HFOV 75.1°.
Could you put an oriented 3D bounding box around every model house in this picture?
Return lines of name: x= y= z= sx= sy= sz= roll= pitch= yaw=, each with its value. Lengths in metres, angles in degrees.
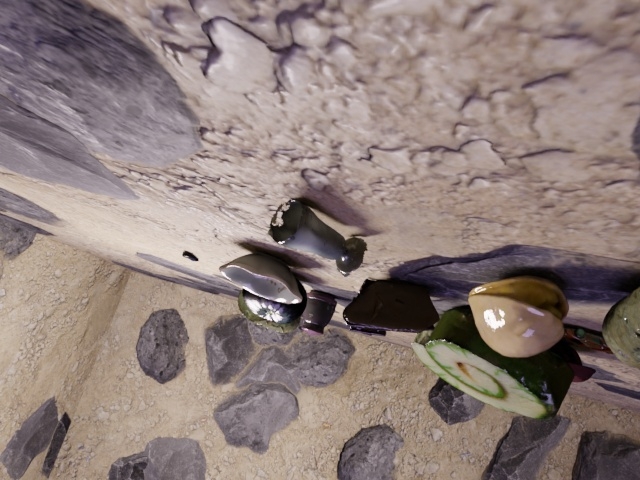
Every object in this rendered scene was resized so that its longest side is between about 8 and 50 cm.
model house: x=0.159 y=0.165 z=0.945 sx=0.203 sy=0.141 sz=0.164 roll=11 pitch=154 yaw=9

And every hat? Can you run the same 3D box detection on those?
hat: x=0.613 y=0.313 z=1.102 sx=0.205 sy=0.089 sz=0.205 roll=13 pitch=161 yaw=5

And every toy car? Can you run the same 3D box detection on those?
toy car: x=0.561 y=0.207 z=0.870 sx=0.121 sy=0.035 sz=0.059 roll=13 pitch=169 yaw=6

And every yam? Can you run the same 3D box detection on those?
yam: x=-0.186 y=0.261 z=1.612 sx=0.167 sy=0.168 sz=0.304 roll=10 pitch=165 yaw=21
yam: x=0.413 y=0.095 z=0.484 sx=0.107 sy=0.107 sz=0.194 roll=10 pitch=163 yaw=24

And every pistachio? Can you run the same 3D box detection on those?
pistachio: x=0.308 y=0.122 z=0.665 sx=0.145 sy=0.117 sz=0.200 roll=16 pitch=165 yaw=19

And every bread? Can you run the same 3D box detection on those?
bread: x=0.401 y=0.288 z=1.029 sx=0.381 sy=0.129 sz=0.366 roll=17 pitch=153 yaw=42

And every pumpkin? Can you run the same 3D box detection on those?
pumpkin: x=-0.134 y=0.164 z=1.249 sx=0.201 sy=0.140 sz=0.202 roll=11 pitch=148 yaw=7

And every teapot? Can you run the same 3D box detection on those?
teapot: x=-0.024 y=0.254 z=1.445 sx=0.148 sy=0.146 sz=0.116 roll=4 pitch=161 yaw=40

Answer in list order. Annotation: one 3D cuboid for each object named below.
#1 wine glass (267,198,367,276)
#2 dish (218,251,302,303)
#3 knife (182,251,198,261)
wine glass: x=0.000 y=0.000 z=0.636 sx=0.072 sy=0.072 sz=0.155 roll=1 pitch=160 yaw=46
dish: x=-0.141 y=0.084 z=1.070 sx=0.229 sy=0.081 sz=0.229 roll=18 pitch=158 yaw=7
knife: x=-0.445 y=0.059 z=1.431 sx=0.031 sy=0.018 sz=0.121 roll=8 pitch=166 yaw=2
